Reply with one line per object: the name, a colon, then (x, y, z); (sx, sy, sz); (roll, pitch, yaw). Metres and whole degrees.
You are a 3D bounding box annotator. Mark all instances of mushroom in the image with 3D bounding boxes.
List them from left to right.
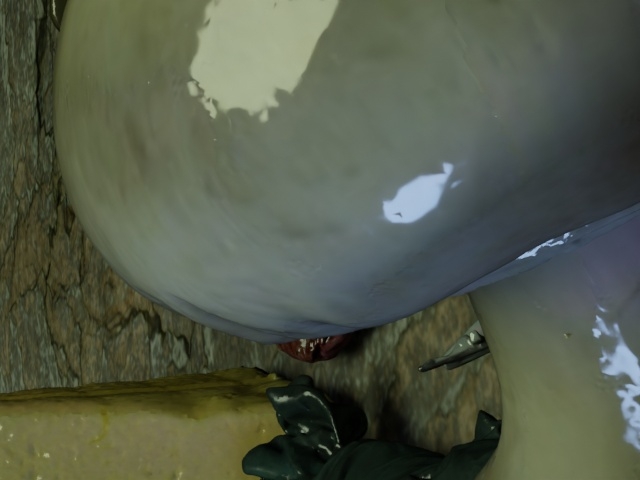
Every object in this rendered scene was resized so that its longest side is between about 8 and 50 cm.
mushroom: (0.043, -0.066, 0.633); (0.315, 0.315, 0.356); (-113, 29, -42)

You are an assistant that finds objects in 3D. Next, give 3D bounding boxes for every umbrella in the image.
umbrella: (0.051, 0.150, 0.840); (0.349, 0.094, 0.143); (4, 101, 63)

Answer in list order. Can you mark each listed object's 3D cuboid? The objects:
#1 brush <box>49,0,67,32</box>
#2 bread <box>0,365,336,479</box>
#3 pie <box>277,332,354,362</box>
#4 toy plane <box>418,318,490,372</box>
brush: (-0.050, -0.164, 0.962); (0.059, 0.197, 0.123); (-151, 66, -73)
bread: (-0.127, 0.175, 1.038); (0.163, 0.264, 0.167); (-174, 80, -68)
pie: (0.000, 0.000, 1.033); (0.153, 0.038, 0.153); (-6, 84, 63)
toy plane: (0.069, -0.072, 0.850); (0.182, 0.107, 0.273); (-38, 64, 6)
